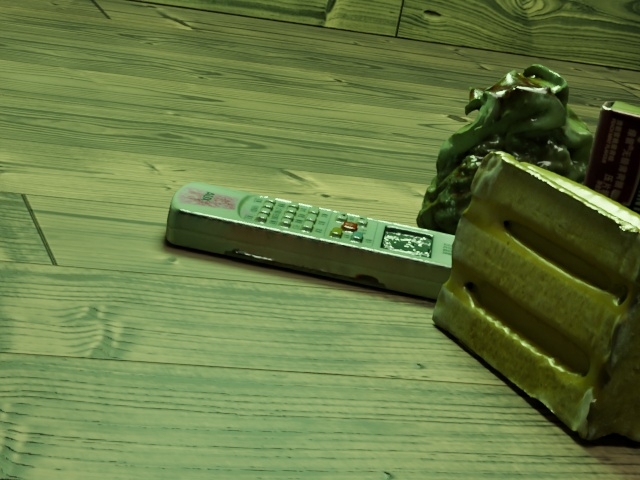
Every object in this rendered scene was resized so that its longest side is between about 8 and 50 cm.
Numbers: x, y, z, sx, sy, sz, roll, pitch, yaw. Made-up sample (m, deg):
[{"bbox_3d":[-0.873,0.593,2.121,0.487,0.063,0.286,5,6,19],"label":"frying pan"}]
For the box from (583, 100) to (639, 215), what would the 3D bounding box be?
[{"bbox_3d":[0.356,-0.039,1.939,0.120,0.224,0.069,16,15,14],"label":"box"}]

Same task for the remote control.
[{"bbox_3d":[0.000,-0.001,1.881,0.344,0.050,0.145,12,16,2],"label":"remote control"}]

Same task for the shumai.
[{"bbox_3d":[0.233,-0.107,2.057,0.256,0.218,0.189,-13,22,-28],"label":"shumai"}]

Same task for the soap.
[{"bbox_3d":[0.234,0.047,1.611,0.091,0.199,0.315,11,12,-26],"label":"soap"}]
